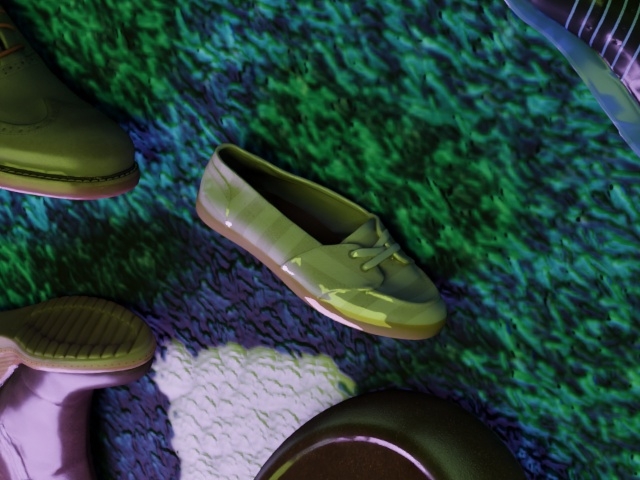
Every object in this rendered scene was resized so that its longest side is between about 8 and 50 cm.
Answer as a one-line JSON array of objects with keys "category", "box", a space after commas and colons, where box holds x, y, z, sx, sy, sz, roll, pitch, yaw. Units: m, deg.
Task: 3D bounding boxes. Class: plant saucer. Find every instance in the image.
[{"category": "plant saucer", "box": [0.028, 0.259, 1.106, 0.311, 0.050, 0.310, -17, 64, 37]}]

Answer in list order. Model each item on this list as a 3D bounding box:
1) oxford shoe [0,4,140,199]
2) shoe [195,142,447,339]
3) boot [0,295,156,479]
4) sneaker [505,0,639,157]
[{"category": "oxford shoe", "box": [-0.284, -0.144, 1.172, 0.348, 0.123, 0.130, 28, 118, 16]}, {"category": "shoe", "box": [0.000, 0.000, 1.095, 0.219, 0.076, 0.058, 31, 129, 18]}, {"category": "boot", "box": [-0.220, 0.155, 1.311, 0.248, 0.090, 0.206, -2, 123, 30]}, {"category": "sneaker", "box": [0.178, -0.150, 0.905, 0.090, 0.081, 0.232, -33, 113, 29]}]
